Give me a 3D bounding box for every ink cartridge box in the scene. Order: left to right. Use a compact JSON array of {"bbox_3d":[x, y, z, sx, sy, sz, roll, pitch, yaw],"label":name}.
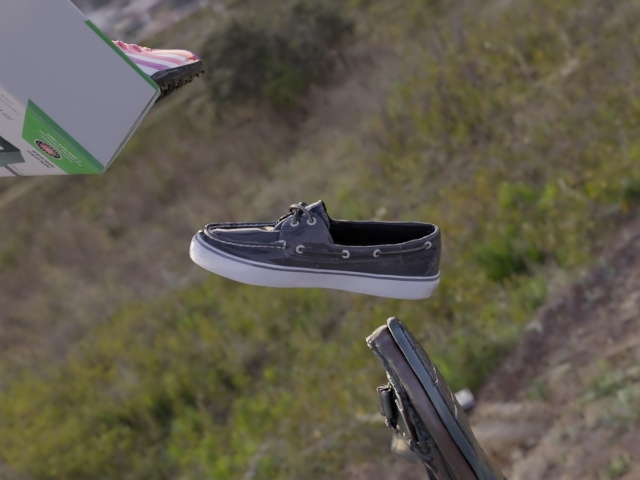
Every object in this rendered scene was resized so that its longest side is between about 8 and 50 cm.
[{"bbox_3d":[-0.339,-0.171,1.729,0.289,0.211,0.121,0,54,52],"label":"ink cartridge box"}]

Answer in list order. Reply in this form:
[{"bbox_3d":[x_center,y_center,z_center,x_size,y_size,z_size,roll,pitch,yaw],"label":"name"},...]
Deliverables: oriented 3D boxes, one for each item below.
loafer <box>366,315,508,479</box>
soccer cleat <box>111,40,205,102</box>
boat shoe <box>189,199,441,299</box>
[{"bbox_3d":[0.106,0.197,1.501,0.084,0.267,0.096,-31,12,6],"label":"loafer"},{"bbox_3d":[-0.275,-0.211,2.035,0.318,0.116,0.108,-20,-6,-42],"label":"soccer cleat"},{"bbox_3d":[0.000,0.000,1.488,0.228,0.076,0.080,9,22,-4],"label":"boat shoe"}]
